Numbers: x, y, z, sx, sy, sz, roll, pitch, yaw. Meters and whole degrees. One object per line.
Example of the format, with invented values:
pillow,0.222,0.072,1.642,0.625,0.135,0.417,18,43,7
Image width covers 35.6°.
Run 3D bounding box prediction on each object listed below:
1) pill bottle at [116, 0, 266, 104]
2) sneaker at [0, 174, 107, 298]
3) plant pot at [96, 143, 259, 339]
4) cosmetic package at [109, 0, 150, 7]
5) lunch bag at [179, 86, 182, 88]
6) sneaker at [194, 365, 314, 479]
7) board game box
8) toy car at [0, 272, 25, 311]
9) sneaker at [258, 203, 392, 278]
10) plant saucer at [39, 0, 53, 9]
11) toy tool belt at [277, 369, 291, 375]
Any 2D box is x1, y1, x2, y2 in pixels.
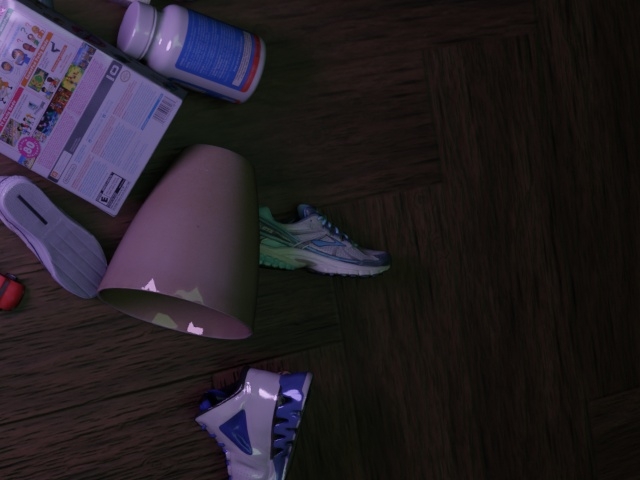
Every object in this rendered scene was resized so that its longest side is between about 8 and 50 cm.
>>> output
pill bottle,-0.211,-0.311,1.623,0.221,0.124,0.124,16,89,-29
sneaker,-0.433,-0.013,1.602,0.094,0.091,0.258,-42,128,-17
plant pot,-0.202,-0.007,1.621,0.256,0.256,0.274,20,71,-20
cosmetic package,-0.333,-0.412,1.618,0.115,0.060,0.041,17,87,-22
lunch bag,-0.272,-0.229,1.634,0.067,0.098,0.065,16,92,-25
sneaker,-0.133,0.343,1.727,0.182,0.127,0.316,17,107,7
board game box,-0.392,-0.211,1.536,0.303,0.097,0.224,31,106,-13
toy car,-0.610,0.048,1.556,0.225,0.053,0.239,-31,104,-16
sneaker,0.000,0.000,1.748,0.283,0.110,0.122,8,88,-21
plant saucer,-0.485,-0.373,1.585,0.119,0.021,0.119,-1,94,-20
toy tool belt,-0.054,0.277,1.778,0.052,0.051,0.083,-3,95,-20
